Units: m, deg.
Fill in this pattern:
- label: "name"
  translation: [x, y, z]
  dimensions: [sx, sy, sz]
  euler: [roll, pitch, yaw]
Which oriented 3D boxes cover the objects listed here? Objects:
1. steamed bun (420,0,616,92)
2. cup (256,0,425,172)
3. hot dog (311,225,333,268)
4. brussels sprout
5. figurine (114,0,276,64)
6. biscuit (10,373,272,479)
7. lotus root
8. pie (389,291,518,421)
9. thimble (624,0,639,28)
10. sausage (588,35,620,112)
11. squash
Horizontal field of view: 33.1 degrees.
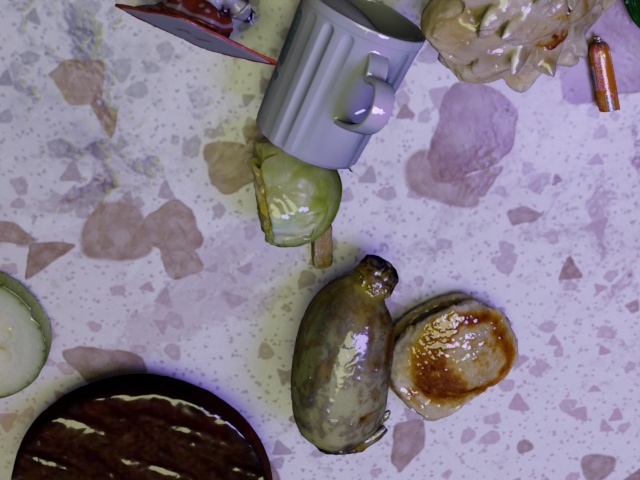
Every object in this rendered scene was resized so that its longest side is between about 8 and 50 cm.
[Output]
- label: "steamed bun"
  translation: [0.263, -0.298, 1.305]
  dimensions: [0.295, 0.137, 0.292]
  euler: [-45, 147, 19]
- label: "cup"
  translation: [0.015, -0.201, 1.368]
  dimensions: [0.167, 0.221, 0.202]
  euler: [26, 114, -1]
- label: "hot dog"
  translation: [0.000, 0.000, 1.554]
  dimensions: [0.030, 0.034, 0.090]
  euler: [-10, 133, -10]
- label: "brussels sprout"
  translation: [-0.030, -0.070, 1.463]
  dimensions: [0.122, 0.149, 0.151]
  euler: [-14, 126, -8]
- label: "figurine"
  translation: [-0.119, -0.359, 1.334]
  dimensions: [0.160, 0.183, 0.226]
  euler: [19, 93, -41]
- label: "biscuit"
  translation: [-0.276, 0.384, 1.684]
  dimensions: [0.408, 0.091, 0.407]
  euler: [0, 115, -1]
- label: "lotus root"
  translation: [0.036, 0.164, 1.559]
  dimensions: [0.173, 0.173, 0.309]
  euler: [7, 107, -5]
- label: "pie"
  translation: [0.196, 0.175, 1.610]
  dimensions: [0.205, 0.084, 0.179]
  euler: [-35, 110, 9]
- label: "thimble"
  translation: [0.461, -0.319, 1.399]
  dimensions: [0.130, 0.090, 0.118]
  euler: [26, 108, -14]
- label: "sausage"
  translation: [0.386, -0.227, 1.468]
  dimensions: [0.031, 0.031, 0.107]
  euler: [-15, 114, 4]
- label: "squash"
  translation: [-0.511, 0.138, 1.596]
  dimensions: [0.219, 0.041, 0.219]
  euler: [1, 113, 3]
